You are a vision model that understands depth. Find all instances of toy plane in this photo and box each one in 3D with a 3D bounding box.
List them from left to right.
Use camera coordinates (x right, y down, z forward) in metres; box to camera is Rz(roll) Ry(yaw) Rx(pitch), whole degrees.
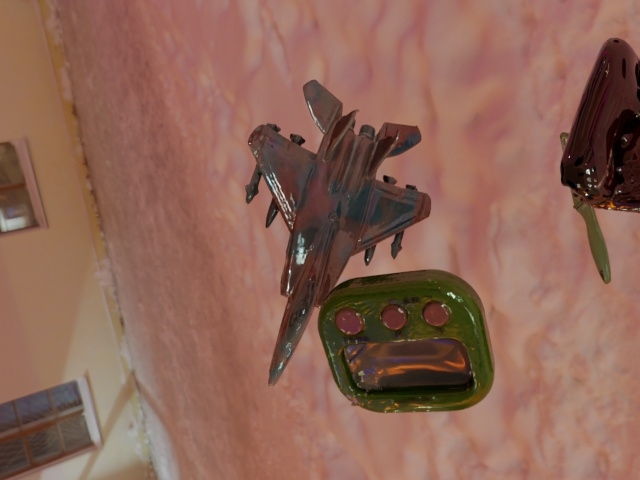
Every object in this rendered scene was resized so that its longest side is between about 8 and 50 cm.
[{"bbox_3d":[-0.002,-0.001,0.646,0.327,0.222,0.104,-69,16,1],"label":"toy plane"}]

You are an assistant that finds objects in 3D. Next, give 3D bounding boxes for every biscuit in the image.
[{"bbox_3d":[0.307,-0.061,0.437,0.235,0.151,0.063,22,164,23],"label":"biscuit"}]

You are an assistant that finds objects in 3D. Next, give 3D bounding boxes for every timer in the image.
[{"bbox_3d":[0.071,0.086,0.495,0.140,0.047,0.128,-8,112,22],"label":"timer"}]

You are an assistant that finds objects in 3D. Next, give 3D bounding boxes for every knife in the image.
[{"bbox_3d":[0.340,-0.040,0.751,0.030,0.014,0.207,-3,108,60],"label":"knife"}]
